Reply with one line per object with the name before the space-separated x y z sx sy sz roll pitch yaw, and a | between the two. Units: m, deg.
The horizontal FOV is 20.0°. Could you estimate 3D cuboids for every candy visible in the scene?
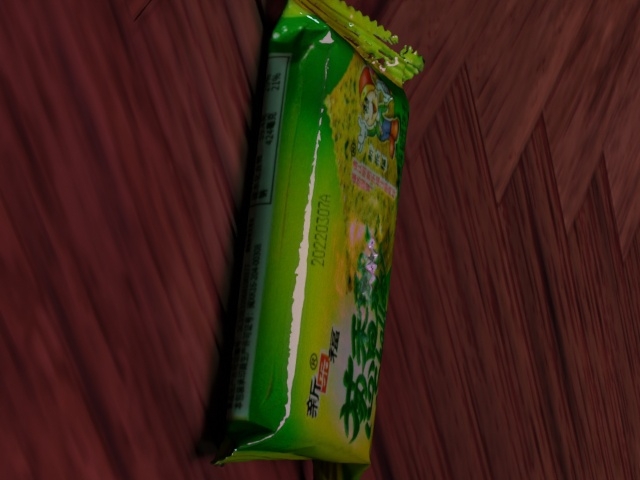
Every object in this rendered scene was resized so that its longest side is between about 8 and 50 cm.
candy | 0.001 0.000 0.657 0.102 0.032 0.178 32 62 -62
